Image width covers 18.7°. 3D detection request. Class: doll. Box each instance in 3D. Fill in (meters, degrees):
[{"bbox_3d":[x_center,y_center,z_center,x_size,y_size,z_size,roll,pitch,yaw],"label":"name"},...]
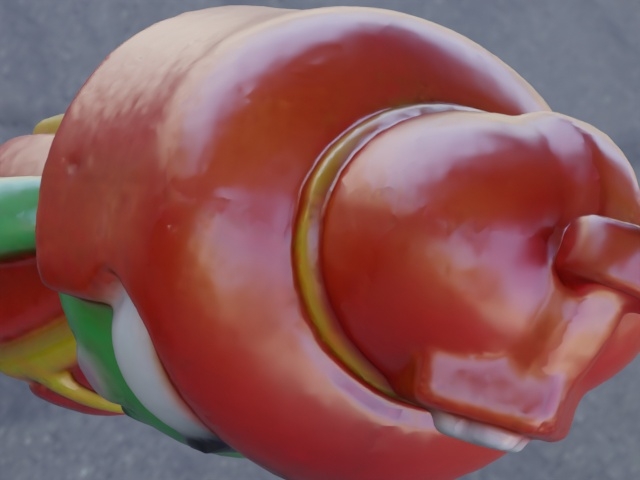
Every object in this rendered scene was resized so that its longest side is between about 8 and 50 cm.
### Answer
[{"bbox_3d":[0.000,0.001,0.658,0.183,0.160,0.363,22,-8,-31],"label":"doll"}]
